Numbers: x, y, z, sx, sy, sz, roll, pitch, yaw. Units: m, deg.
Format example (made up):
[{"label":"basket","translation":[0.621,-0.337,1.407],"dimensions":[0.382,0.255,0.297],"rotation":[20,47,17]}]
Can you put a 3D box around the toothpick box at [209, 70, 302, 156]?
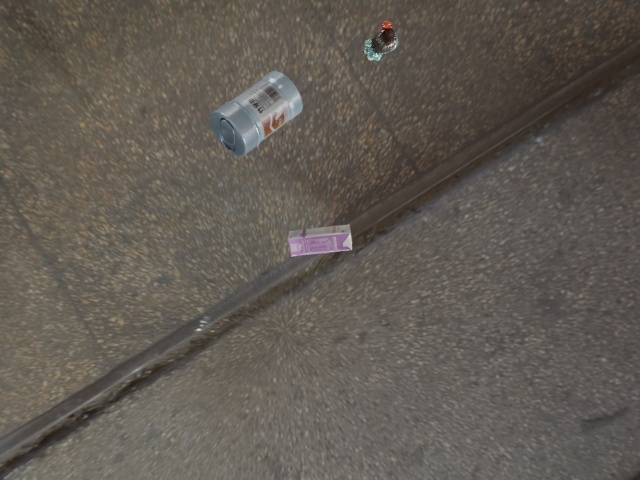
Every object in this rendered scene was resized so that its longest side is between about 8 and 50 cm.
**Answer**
[{"label":"toothpick box","translation":[-0.121,-0.241,1.642],"dimensions":[0.153,0.101,0.101],"rotation":[-40,87,-25]}]

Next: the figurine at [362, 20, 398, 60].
[{"label":"figurine","translation":[0.122,-0.410,1.793],"dimensions":[0.047,0.106,0.060],"rotation":[-9,84,-26]}]

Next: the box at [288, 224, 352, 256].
[{"label":"box","translation":[0.000,0.000,1.602],"dimensions":[0.117,0.050,0.036],"rotation":[-5,111,5]}]
